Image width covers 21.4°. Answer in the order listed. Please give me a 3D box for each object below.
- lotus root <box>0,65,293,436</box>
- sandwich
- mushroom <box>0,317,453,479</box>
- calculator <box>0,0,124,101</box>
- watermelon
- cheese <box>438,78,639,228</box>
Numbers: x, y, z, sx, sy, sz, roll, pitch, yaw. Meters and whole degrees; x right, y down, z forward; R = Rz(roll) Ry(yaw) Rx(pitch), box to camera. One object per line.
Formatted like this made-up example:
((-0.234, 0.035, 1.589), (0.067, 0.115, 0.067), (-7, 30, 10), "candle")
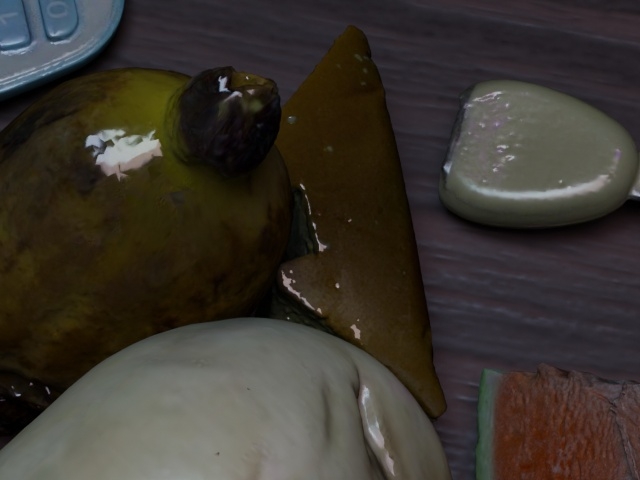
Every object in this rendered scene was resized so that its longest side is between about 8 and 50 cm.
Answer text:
((-0.111, 0.000, 0.903), (0.169, 0.314, 0.141), (29, 43, -24), "lotus root")
((0.000, 0.000, 0.980), (0.088, 0.090, 0.244), (-4, 69, -20), "sandwich")
((-0.019, 0.209, 0.780), (0.336, 0.314, 0.314), (32, 71, 23), "mushroom")
((-0.308, -0.176, 1.082), (0.386, 0.054, 0.256), (-13, 67, -6), "calculator")
((0.184, 0.159, 0.910), (0.146, 0.128, 0.231), (11, 50, -29), "watermelon")
((0.170, -0.042, 1.012), (0.192, 0.037, 0.097), (12, 68, 16), "cheese")
